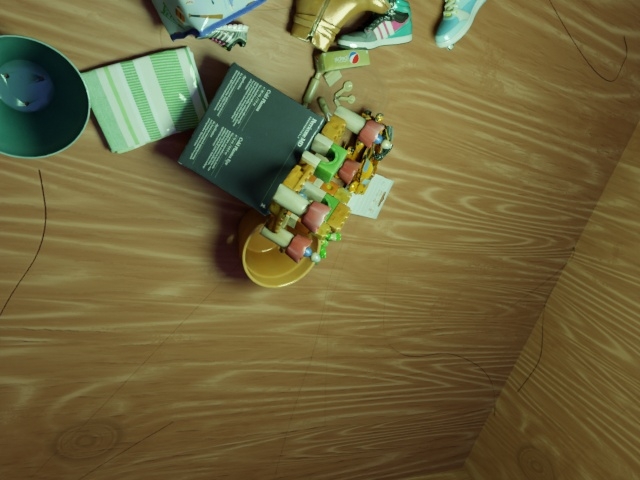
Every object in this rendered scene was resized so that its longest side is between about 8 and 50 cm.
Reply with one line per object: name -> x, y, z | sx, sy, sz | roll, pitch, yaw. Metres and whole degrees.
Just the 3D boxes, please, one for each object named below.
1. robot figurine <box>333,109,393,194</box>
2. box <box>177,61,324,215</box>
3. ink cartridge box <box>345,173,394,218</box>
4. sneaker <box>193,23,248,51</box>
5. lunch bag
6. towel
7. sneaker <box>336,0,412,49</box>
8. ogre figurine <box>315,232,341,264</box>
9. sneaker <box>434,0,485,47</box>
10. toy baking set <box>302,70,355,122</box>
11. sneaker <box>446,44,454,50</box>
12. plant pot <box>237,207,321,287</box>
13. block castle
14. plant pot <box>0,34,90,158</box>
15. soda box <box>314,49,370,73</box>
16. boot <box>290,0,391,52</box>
robot figurine -> 0.154, -0.322, 1.810 | 0.085, 0.211, 0.290 | -2, 126, -37
box -> -0.200, -0.302, 1.547 | 0.313, 0.179, 0.343 | 33, 99, 0
ink cartridge box -> 0.181, -0.187, 2.005 | 0.225, 0.056, 0.180 | 7, 112, -52
sneaker -> -0.292, -0.602, 1.496 | 0.171, 0.063, 0.074 | -16, 116, -27
lunch bag -> -0.275, -0.764, 1.323 | 0.385, 0.239, 0.327 | -40, 129, -25
towel -> -0.506, -0.418, 1.494 | 0.325, 0.038, 0.247 | -23, 124, -16
sneaker -> 0.185, -0.734, 1.654 | 0.296, 0.124, 0.178 | -20, 127, -26
ogre figurine -> 0.000, 0.000, 1.967 | 0.197, 0.096, 0.118 | -42, 147, 16
sneaker -> 0.462, -0.855, 1.749 | 0.208, 0.127, 0.318 | 35, 86, -39
toy baking set -> 0.025, -0.477, 1.761 | 0.197, 0.030, 0.256 | 20, 104, -35
sneaker -> 0.497, -0.751, 1.876 | 0.032, 0.037, 0.083 | -3, 118, -30
plant pot -> -0.170, -0.004, 1.795 | 0.291, 0.203, 0.290 | -13, 121, -22
block castle -> 0.022, -0.163, 1.559 | 0.213, 0.303, 0.453 | 32, 59, 0
plant pot -> -0.753, -0.375, 1.276 | 0.291, 0.195, 0.290 | -13, 120, -24
soda box -> 0.073, -0.604, 1.684 | 0.182, 0.061, 0.058 | -18, 106, -26
boot -> 0.057, -0.696, 1.567 | 0.284, 0.109, 0.220 | 18, 103, -10
